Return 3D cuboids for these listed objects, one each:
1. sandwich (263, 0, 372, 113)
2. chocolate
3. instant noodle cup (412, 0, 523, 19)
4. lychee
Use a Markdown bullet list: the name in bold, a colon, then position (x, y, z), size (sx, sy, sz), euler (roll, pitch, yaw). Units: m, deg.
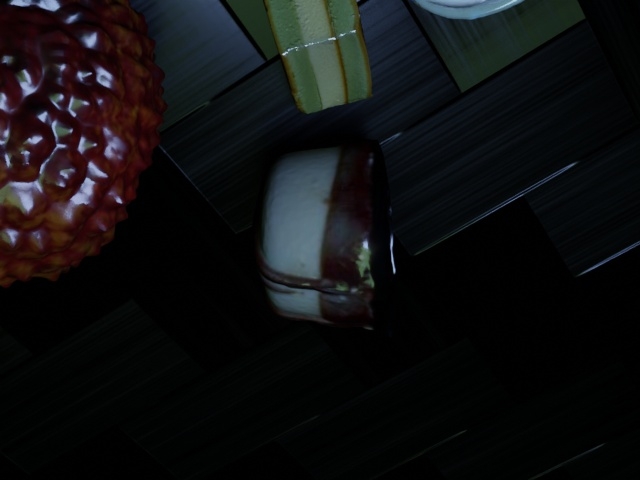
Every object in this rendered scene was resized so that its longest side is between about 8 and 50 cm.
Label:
- **sandwich**: position (-0.004, -0.280, 1.203), size (0.117, 0.144, 0.187), euler (-14, 159, 3)
- **chocolate**: position (0.000, 0.000, 1.239), size (0.186, 0.283, 0.283), euler (-6, 123, -1)
- **instant noodle cup**: position (0.146, -0.398, 0.976), size (0.296, 0.214, 0.296), euler (-12, 140, -10)
- **lychee**: position (-0.375, -0.148, 0.980), size (0.425, 0.500, 0.424), euler (1, 79, -4)
